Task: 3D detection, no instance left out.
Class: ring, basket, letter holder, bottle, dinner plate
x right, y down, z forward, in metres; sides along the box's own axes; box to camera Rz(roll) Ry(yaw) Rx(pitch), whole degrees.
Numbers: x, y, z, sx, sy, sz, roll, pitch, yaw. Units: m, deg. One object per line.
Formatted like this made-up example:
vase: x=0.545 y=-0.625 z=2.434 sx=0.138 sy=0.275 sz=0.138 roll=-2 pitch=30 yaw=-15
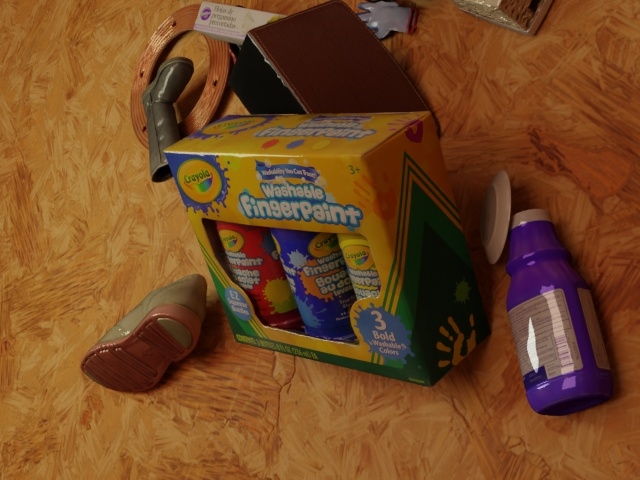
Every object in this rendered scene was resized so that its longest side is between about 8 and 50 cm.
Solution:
ring: x=-0.300 y=-0.346 z=2.216 sx=0.337 sy=0.032 sz=0.336 roll=-16 pitch=67 yaw=42
basket: x=0.273 y=-0.406 z=1.608 sx=0.167 sy=0.103 sz=0.113 roll=34 pitch=102 yaw=46
letter holder: x=0.025 y=-0.230 z=1.734 sx=0.302 sy=0.214 sz=0.152 roll=54 pitch=150 yaw=12
bottle: x=0.318 y=0.095 z=1.424 sx=0.118 sy=0.092 sz=0.282 roll=-32 pitch=57 yaw=40
dinner plate: x=0.255 y=-0.036 z=1.519 sx=0.141 sy=0.017 sz=0.141 roll=-175 pitch=90 yaw=-86

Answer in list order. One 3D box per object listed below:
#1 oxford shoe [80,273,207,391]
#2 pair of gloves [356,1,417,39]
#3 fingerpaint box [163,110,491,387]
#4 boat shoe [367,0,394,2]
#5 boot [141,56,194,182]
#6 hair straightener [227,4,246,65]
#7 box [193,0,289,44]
oxford shoe: x=-0.343 y=0.192 z=2.060 sx=0.397 sy=0.140 sz=0.146 roll=-29 pitch=28 yaw=41
pair of gloves: x=0.124 y=-0.445 z=1.828 sx=0.159 sy=0.023 sz=0.198 roll=13 pitch=89 yaw=44
fingerpaint box: x=0.000 y=0.000 z=1.583 sx=0.445 sy=0.163 sz=0.371 roll=7 pitch=123 yaw=45
boat shoe: x=0.158 y=-0.515 z=1.652 sx=0.127 sy=0.113 sz=0.340 roll=47 pitch=133 yaw=3
boot: x=-0.310 y=-0.249 z=2.122 sx=0.189 sy=0.076 sz=0.208 roll=-45 pitch=43 yaw=45
hair straightener: x=-0.147 y=-0.377 z=2.056 sx=0.089 sy=0.047 sz=0.230 roll=-29 pitch=56 yaw=36
box: x=-0.105 y=-0.403 z=1.976 sx=0.324 sy=0.067 sz=0.063 roll=19 pitch=89 yaw=37
